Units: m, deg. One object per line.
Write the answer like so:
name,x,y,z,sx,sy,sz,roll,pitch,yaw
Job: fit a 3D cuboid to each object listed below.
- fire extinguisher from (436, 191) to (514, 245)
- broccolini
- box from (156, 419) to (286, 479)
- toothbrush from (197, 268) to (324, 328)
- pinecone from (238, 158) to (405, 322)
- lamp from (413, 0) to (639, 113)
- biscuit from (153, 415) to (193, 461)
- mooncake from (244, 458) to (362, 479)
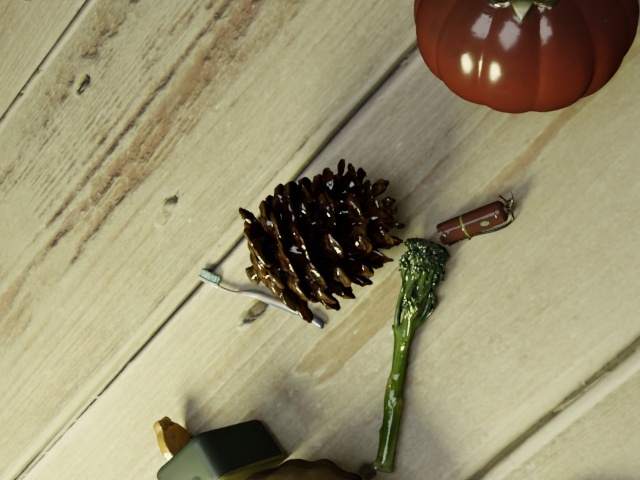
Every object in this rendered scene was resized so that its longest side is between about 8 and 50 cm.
fire extinguisher,0.246,-0.030,1.387,0.132,0.039,0.056,-22,114,25
broccolini,0.135,0.189,1.428,0.079,0.074,0.392,10,95,34
box,-0.170,0.384,1.523,0.144,0.201,0.090,-45,69,22
toothbrush,-0.108,0.102,1.582,0.269,0.021,0.027,20,106,25
pinecone,0.000,0.000,1.416,0.272,0.224,0.224,-25,80,11
lamp,0.280,-0.312,1.236,0.303,0.257,0.303,-4,54,6
biscuit,-0.237,0.402,1.602,0.027,0.133,0.184,-35,48,14
mooncake,-0.039,0.510,1.424,0.324,0.187,0.324,0,82,4
